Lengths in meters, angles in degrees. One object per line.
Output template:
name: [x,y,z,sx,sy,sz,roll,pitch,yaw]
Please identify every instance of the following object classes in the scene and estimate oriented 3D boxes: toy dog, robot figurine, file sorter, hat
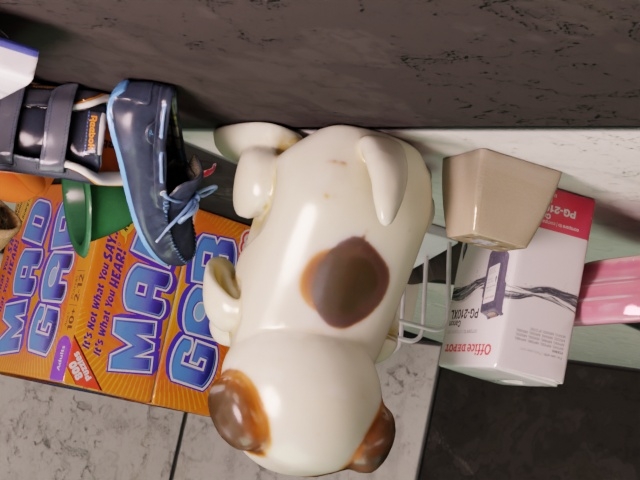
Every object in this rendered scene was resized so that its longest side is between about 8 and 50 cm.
toy dog: [0.010,0.084,1.685,0.284,0.408,0.395,16,171,-28]
robot figurine: [-0.448,-0.126,1.907,0.128,0.158,0.219,-27,155,20]
file sorter: [0.057,0.084,2.184,0.193,0.173,0.277,17,153,-25]
hat: [-0.279,-0.064,2.096,0.183,0.173,0.208,-6,-155,-21]

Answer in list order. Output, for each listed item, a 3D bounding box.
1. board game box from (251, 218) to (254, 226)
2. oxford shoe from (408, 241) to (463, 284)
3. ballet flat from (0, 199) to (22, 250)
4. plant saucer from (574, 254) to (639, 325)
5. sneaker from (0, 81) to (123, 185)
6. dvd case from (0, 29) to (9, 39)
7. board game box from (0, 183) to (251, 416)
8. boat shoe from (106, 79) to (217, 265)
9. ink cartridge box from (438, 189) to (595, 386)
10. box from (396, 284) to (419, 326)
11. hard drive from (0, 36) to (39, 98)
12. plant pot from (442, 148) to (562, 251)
board game box: [-0.074,-0.011,2.083,0.048,0.141,0.170,15,171,-8]
oxford shoe: [0.223,0.030,2.261,0.212,0.076,0.076,0,-164,45]
ballet flat: [-0.460,-0.099,1.595,0.124,0.116,0.342,-23,129,15]
plant saucer: [0.464,0.060,1.782,0.332,0.084,0.332,-5,176,0]
sneaker: [-0.338,-0.137,1.702,0.321,0.126,0.127,6,179,-27]
dvd case: [-0.447,-0.248,1.432,0.179,0.030,0.239,10,172,10]
board game box: [-0.362,0.111,2.566,0.356,0.356,0.356,18,169,-36]
boat shoe: [-0.182,-0.069,1.653,0.089,0.109,0.258,-3,134,14]
ink cartridge box: [0.247,0.059,1.765,0.100,0.237,0.172,15,171,-17]
box: [0.067,0.096,2.756,0.113,0.094,0.275,2,167,44]
hard drive: [-0.475,-0.215,1.446,0.318,0.040,0.210,15,172,-25]
plant pot: [0.205,-0.042,1.640,0.109,0.096,0.109,14,171,-20]
